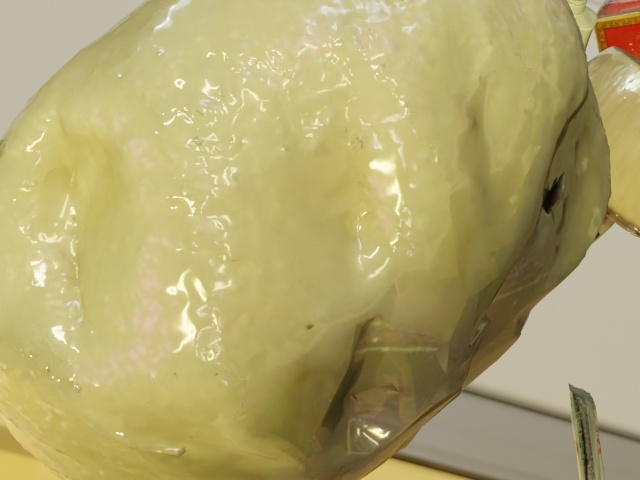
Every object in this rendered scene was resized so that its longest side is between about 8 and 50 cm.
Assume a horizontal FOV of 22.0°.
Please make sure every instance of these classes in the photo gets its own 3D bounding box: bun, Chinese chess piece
[{"bbox_3d":[-0.003,0.003,0.619,0.168,0.273,0.273,53,135,18],"label":"bun"},{"bbox_3d":[0.291,-0.044,1.247,0.104,0.257,0.257,-58,23,13],"label":"Chinese chess piece"}]

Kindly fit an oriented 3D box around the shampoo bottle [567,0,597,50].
[{"bbox_3d":[0.187,-0.158,1.279,0.034,0.049,0.141,-51,-16,-35],"label":"shampoo bottle"}]

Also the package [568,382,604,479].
[{"bbox_3d":[0.233,0.179,1.429,0.015,0.037,0.110,-20,62,35],"label":"package"}]

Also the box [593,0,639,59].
[{"bbox_3d":[0.382,-0.138,1.688,0.074,0.153,0.240,-55,-48,-58],"label":"box"}]

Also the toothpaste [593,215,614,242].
[{"bbox_3d":[0.253,0.019,1.810,0.205,0.056,0.036,-40,1,-5],"label":"toothpaste"}]
